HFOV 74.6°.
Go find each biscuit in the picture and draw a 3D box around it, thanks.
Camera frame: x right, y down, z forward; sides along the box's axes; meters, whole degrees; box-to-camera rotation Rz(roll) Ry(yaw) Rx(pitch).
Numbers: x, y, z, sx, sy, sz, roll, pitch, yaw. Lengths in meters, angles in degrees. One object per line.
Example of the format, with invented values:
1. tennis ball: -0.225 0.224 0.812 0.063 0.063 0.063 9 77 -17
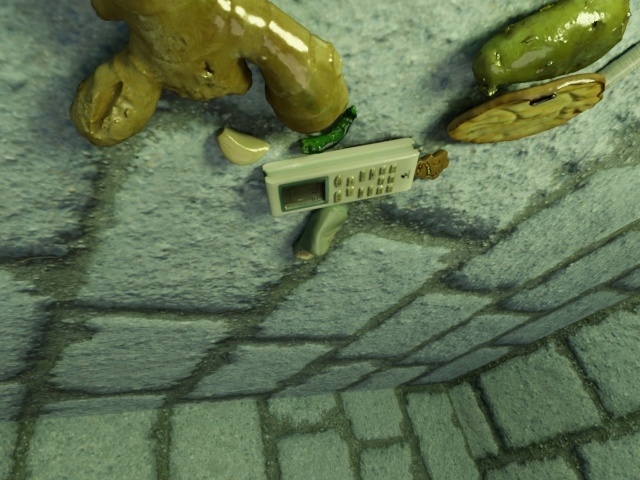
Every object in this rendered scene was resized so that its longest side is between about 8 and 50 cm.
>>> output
1. biscuit: 0.213 -0.147 0.839 0.092 0.016 0.082 -9 148 -14
2. biscuit: 0.347 -0.219 0.723 0.260 0.041 0.203 -11 174 4

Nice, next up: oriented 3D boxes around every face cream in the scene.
1. face cream: 0.529 -0.308 0.709 0.034 0.034 0.130 16 137 -40

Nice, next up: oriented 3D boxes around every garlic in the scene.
1. garlic: -0.128 -0.146 0.667 0.083 0.041 0.053 18 130 -32

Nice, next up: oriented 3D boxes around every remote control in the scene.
1. remote control: 0.037 -0.114 0.774 0.277 0.056 0.103 -12 148 -7

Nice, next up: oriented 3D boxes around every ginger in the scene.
1. ginger: -0.121 -0.231 0.463 0.363 0.122 0.348 2 154 -9

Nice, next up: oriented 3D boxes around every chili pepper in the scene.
1. chili pepper: 0.021 -0.174 0.694 0.118 0.035 0.055 -28 163 26

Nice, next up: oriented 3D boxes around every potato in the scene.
1. potato: 0.328 -0.284 0.604 0.225 0.090 0.117 -21 144 1

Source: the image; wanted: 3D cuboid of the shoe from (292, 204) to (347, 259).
1. shoe: 0.000 0.000 0.917 0.079 0.078 0.195 6 146 -30
